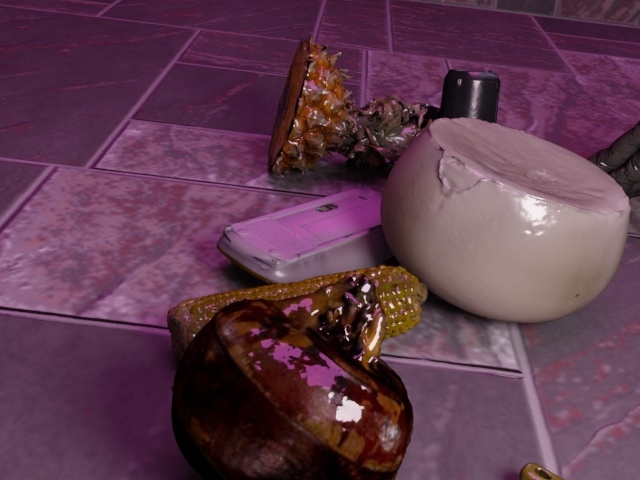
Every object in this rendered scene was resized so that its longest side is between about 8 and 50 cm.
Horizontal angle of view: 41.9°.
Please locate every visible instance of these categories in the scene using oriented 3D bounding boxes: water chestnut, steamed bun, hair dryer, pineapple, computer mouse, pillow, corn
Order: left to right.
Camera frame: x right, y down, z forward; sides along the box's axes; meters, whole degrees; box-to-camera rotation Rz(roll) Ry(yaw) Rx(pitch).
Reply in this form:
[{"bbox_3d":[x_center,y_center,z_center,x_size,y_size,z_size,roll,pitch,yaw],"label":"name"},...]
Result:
[{"bbox_3d":[-0.017,0.088,0.983,0.319,0.097,0.097,-6,30,-21],"label":"corn"},{"bbox_3d":[-0.009,0.139,0.744,0.223,0.238,0.224,34,4,-3],"label":"water chestnut"},{"bbox_3d":[0.000,0.000,1.177,0.158,0.072,0.310,31,35,35],"label":"computer mouse"},{"bbox_3d":[0.067,-0.202,1.461,0.271,0.263,0.262,15,26,-12],"label":"pineapple"},{"bbox_3d":[0.240,-0.246,1.625,0.107,0.189,0.352,2,14,-12],"label":"hair dryer"},{"bbox_3d":[0.237,-0.019,1.112,0.324,0.206,0.324,16,25,-8],"label":"steamed bun"},{"bbox_3d":[0.567,-0.159,1.392,0.228,0.326,0.101,-15,68,-37],"label":"pillow"}]

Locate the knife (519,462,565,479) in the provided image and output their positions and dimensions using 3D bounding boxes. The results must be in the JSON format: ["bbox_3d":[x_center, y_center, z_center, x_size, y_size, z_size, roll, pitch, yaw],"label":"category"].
[{"bbox_3d":[0.321,0.299,0.725,0.343,0.027,0.061,27,29,29],"label":"knife"}]
